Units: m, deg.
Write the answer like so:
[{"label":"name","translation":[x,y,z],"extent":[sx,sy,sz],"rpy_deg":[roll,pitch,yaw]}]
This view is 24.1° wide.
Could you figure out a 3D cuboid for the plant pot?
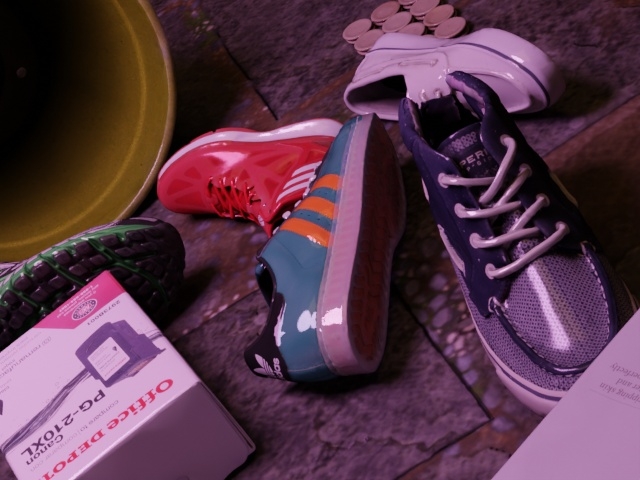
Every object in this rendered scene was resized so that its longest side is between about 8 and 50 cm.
[{"label":"plant pot","translation":[-0.391,-0.178,1.708],"extent":[0.366,0.366,0.353],"rpy_deg":[-40,23,-11]}]

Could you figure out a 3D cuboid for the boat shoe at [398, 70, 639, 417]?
[{"label":"boat shoe","translation":[0.147,-0.005,1.192],"extent":[0.127,0.158,0.340],"rpy_deg":[-31,34,2]}]

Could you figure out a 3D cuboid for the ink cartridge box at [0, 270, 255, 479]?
[{"label":"ink cartridge box","translation":[-0.190,0.153,1.314],"extent":[0.172,0.100,0.237],"rpy_deg":[-39,34,-8]}]

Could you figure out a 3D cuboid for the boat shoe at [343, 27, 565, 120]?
[{"label":"boat shoe","translation":[0.120,-0.148,1.452],"extent":[0.267,0.096,0.088],"rpy_deg":[16,61,49]}]

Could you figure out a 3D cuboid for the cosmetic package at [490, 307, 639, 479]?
[{"label":"cosmetic package","translation":[0.183,0.233,0.875],"extent":[0.385,0.156,0.217],"rpy_deg":[-45,36,-17]}]

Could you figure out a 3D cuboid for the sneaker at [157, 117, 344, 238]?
[{"label":"sneaker","translation":[-0.075,-0.047,1.488],"extent":[0.221,0.087,0.128],"rpy_deg":[-17,36,24]}]

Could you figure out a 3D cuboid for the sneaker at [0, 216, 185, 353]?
[{"label":"sneaker","translation":[-0.291,0.057,1.485],"extent":[0.343,0.134,0.146],"rpy_deg":[-24,34,13]}]

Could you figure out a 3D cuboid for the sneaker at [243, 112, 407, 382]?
[{"label":"sneaker","translation":[0.000,0.000,1.348],"extent":[0.121,0.108,0.302],"rpy_deg":[-11,41,22]}]

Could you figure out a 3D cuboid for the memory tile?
[{"label":"memory tile","translation":[0.093,-0.230,1.647],"extent":[0.113,0.012,0.148],"rpy_deg":[-33,33,-1]}]
